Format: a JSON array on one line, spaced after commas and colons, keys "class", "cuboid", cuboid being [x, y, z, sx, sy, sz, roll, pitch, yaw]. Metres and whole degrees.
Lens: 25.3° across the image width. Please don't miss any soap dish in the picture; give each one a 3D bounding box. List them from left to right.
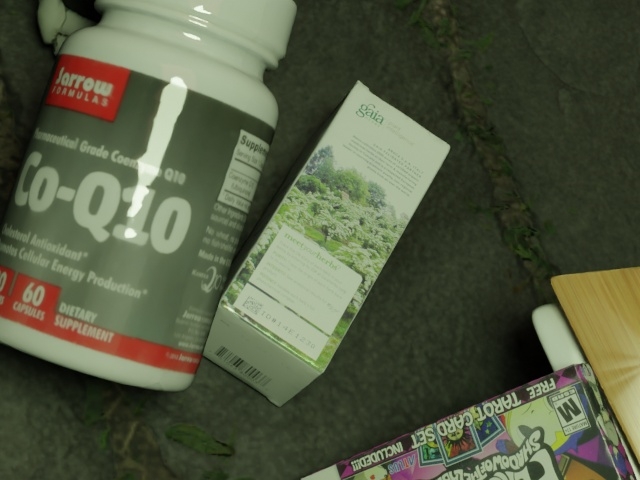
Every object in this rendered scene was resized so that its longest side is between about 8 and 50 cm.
[{"class": "soap dish", "cuboid": [0.283, 0.153, 1.080, 0.118, 0.229, 0.290, -29, 74, 15]}]

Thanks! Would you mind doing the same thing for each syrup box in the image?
[{"class": "syrup box", "cuboid": [0.000, 0.000, 1.111, 0.093, 0.096, 0.237, 34, 59, -6]}]

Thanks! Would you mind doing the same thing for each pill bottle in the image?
[{"class": "pill bottle", "cuboid": [-0.124, -0.051, 0.991, 0.161, 0.161, 0.283, 18, 88, -13]}]

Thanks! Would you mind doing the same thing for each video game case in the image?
[{"class": "video game case", "cuboid": [0.120, 0.224, 0.999, 0.042, 0.232, 0.210, 11, 56, -63]}]

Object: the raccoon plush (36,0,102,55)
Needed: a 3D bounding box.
[{"class": "raccoon plush", "cuboid": [-0.166, -0.343, 1.042, 0.299, 0.446, 0.216, 11, 36, -16]}]
